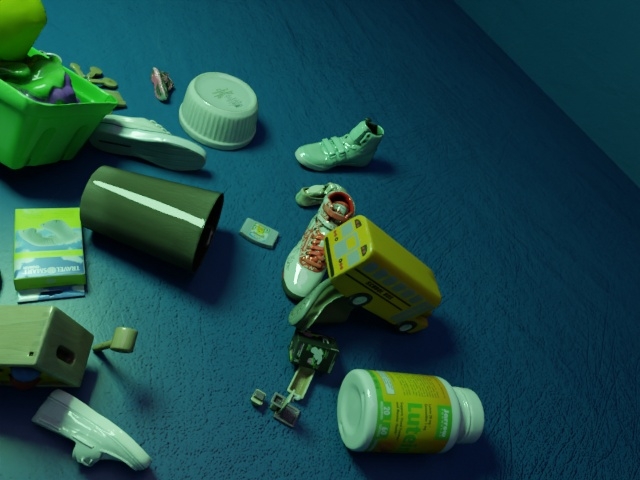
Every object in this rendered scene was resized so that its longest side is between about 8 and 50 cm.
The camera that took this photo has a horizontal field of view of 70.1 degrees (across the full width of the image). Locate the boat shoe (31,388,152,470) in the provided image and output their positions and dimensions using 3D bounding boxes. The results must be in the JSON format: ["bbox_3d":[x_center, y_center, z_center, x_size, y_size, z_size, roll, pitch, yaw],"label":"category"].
[{"bbox_3d":[-0.332,0.288,0.660,0.184,0.066,0.063,34,56,2],"label":"boat shoe"}]

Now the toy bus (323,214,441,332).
[{"bbox_3d":[0.139,0.083,0.934,0.333,0.130,0.108,33,34,-41],"label":"toy bus"}]

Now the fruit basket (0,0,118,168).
[{"bbox_3d":[-0.591,-0.364,0.841,0.392,0.392,0.283,31,20,1],"label":"fruit basket"}]

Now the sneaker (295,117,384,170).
[{"bbox_3d":[0.057,-0.278,1.271,0.256,0.151,0.094,-10,59,-31],"label":"sneaker"}]

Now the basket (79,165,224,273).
[{"bbox_3d":[-0.326,-0.051,0.893,0.227,0.154,0.204,18,29,-6],"label":"basket"}]

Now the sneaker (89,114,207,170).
[{"bbox_3d":[-0.388,-0.237,1.053,0.258,0.094,0.091,14,52,-14],"label":"sneaker"}]

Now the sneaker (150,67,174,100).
[{"bbox_3d":[-0.421,-0.421,1.234,0.057,0.047,0.119,3,52,-39],"label":"sneaker"}]

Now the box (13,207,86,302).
[{"bbox_3d":[-0.488,0.020,0.823,0.109,0.042,0.178,-4,54,-29],"label":"box"}]

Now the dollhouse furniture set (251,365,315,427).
[{"bbox_3d":[-0.054,0.251,0.814,0.091,0.081,0.114,31,45,0],"label":"dollhouse furniture set"}]

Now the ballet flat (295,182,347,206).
[{"bbox_3d":[0.013,-0.123,1.185,0.168,0.052,0.057,-17,62,-36],"label":"ballet flat"}]

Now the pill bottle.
[{"bbox_3d":[0.166,0.314,0.832,0.246,0.136,0.136,10,49,-19],"label":"pill bottle"}]

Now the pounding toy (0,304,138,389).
[{"bbox_3d":[-0.382,0.172,0.670,0.206,0.181,0.094,1,59,1],"label":"pounding toy"}]

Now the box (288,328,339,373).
[{"bbox_3d":[-0.014,0.210,0.874,0.083,0.052,0.062,19,11,-11],"label":"box"}]

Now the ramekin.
[{"bbox_3d":[-0.261,-0.348,1.202,0.207,0.109,0.207,14,47,-16],"label":"ramekin"}]

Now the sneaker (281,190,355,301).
[{"bbox_3d":[-0.001,-0.001,1.010,0.090,0.145,0.270,28,46,-2],"label":"sneaker"}]

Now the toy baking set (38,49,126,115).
[{"bbox_3d":[-0.605,-0.383,1.097,0.256,0.030,0.197,12,38,-36],"label":"toy baking set"}]

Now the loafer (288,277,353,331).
[{"bbox_3d":[0.029,0.125,0.933,0.087,0.094,0.251,50,34,8],"label":"loafer"}]

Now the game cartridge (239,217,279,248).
[{"bbox_3d":[-0.141,-0.015,1.044,0.083,0.017,0.056,25,49,-5],"label":"game cartridge"}]
